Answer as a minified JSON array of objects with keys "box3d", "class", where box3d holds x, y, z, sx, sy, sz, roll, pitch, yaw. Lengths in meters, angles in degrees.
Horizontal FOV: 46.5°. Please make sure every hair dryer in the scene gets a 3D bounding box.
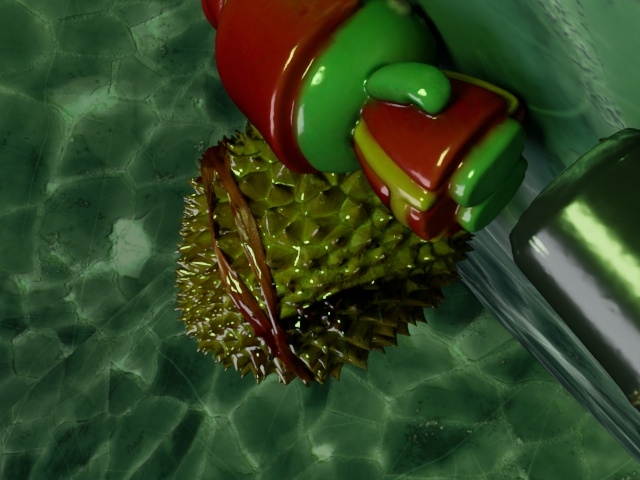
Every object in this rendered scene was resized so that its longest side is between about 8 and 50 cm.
[{"box3d":[0.224,0.053,0.491,0.189,0.107,0.352,52,-171,17],"class":"hair dryer"}]

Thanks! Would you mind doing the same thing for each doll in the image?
[{"box3d":[0.005,-0.143,0.611,0.363,0.160,0.183,50,-176,24],"class":"doll"}]

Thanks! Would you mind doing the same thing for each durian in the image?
[{"box3d":[0.001,0.002,0.886,0.348,0.384,0.347,42,173,6],"class":"durian"}]
